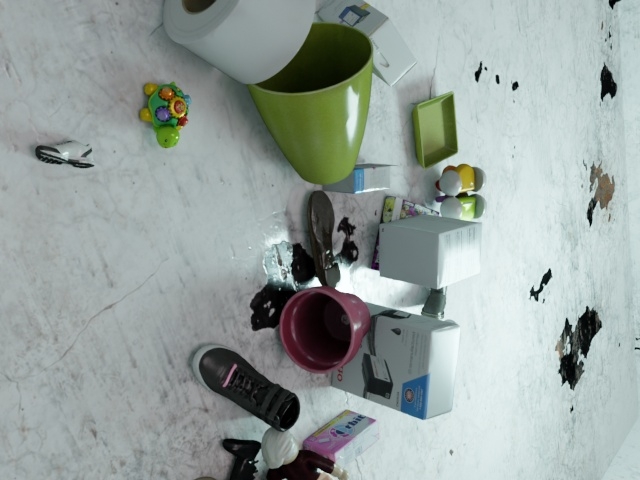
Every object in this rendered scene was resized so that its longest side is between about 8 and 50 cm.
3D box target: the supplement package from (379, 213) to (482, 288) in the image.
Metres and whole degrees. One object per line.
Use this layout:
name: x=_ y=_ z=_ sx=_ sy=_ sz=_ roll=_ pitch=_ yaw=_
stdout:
supplement package: x=0.292 y=0.024 z=1.899 sx=0.203 sy=0.194 sz=0.149 roll=-13 pitch=108 yaw=-45

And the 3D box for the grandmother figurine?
grandmother figurine: x=-0.037 y=0.557 z=1.707 sx=0.342 sy=0.208 sz=0.104 roll=56 pitch=18 yaw=-34

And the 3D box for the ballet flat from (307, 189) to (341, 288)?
ballet flat: x=0.000 y=0.000 z=1.748 sx=0.084 sy=0.058 sz=0.249 roll=-21 pitch=107 yaw=-39

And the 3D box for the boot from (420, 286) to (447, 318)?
boot: x=0.348 y=0.113 z=2.103 sx=0.189 sy=0.076 sz=0.208 roll=-49 pitch=148 yaw=-72

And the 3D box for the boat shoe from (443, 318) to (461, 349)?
boat shoe: x=0.349 y=0.350 z=2.163 sx=0.084 sy=0.095 sz=0.258 roll=44 pitch=64 yaw=-48

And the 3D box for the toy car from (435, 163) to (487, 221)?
toy car: x=0.398 y=-0.136 z=2.099 sx=0.159 sy=0.136 sz=0.181 roll=-10 pitch=101 yaw=-36

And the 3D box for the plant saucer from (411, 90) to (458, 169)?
plant saucer: x=0.323 y=-0.319 z=2.048 sx=0.188 sy=0.045 sz=0.188 roll=-28 pitch=117 yaw=-42

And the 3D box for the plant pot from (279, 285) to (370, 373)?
plant pot: x=0.028 y=0.201 z=1.721 sx=0.180 sy=0.201 sz=0.201 roll=-12 pitch=107 yaw=-63

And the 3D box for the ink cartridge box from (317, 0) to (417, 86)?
ink cartridge box: x=0.108 y=-0.468 z=1.646 sx=0.093 sy=0.212 sz=0.154 roll=-42 pitch=134 yaw=6

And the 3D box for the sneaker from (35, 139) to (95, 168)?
sneaker: x=-0.444 y=-0.154 z=1.236 sx=0.109 sy=0.040 sz=0.043 roll=7 pitch=76 yaw=-52

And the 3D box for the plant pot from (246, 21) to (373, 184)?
plant pot: x=-0.008 y=-0.276 z=1.558 sx=0.275 sy=0.275 sz=0.293 roll=-48 pitch=146 yaw=-31

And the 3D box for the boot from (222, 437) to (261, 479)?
boot: x=-0.187 y=0.508 z=1.635 sx=0.121 sy=0.045 sz=0.099 roll=22 pitch=84 yaw=-48

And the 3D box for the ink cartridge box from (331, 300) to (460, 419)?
ink cartridge box: x=0.183 y=0.296 z=1.809 sx=0.129 sy=0.307 sz=0.223 roll=-3 pitch=100 yaw=-46

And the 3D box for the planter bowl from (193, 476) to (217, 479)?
planter bowl: x=-0.236 y=0.611 z=1.548 sx=0.162 sy=0.109 sz=0.162 roll=-11 pitch=105 yaw=-47

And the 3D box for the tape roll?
tape roll: x=-0.155 y=-0.442 z=1.344 sx=0.169 sy=0.246 sz=0.246 roll=24 pitch=79 yaw=-47

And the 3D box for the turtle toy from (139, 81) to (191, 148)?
turtle toy: x=-0.290 y=-0.240 z=1.363 sx=0.095 sy=0.066 sz=0.130 roll=11 pitch=89 yaw=-48

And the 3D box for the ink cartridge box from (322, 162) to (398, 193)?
ink cartridge box: x=0.104 y=-0.157 z=1.788 sx=0.181 sy=0.104 sz=0.061 roll=-12 pitch=106 yaw=-46

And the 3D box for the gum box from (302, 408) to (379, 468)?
gum box: x=0.053 y=0.522 z=1.854 sx=0.188 sy=0.107 sz=0.062 roll=-25 pitch=115 yaw=-43

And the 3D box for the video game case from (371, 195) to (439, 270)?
video game case: x=0.244 y=-0.003 z=2.020 sx=0.232 sy=0.042 sz=0.210 roll=14 pitch=88 yaw=-49

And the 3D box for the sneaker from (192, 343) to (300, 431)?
sneaker: x=-0.148 y=0.323 z=1.565 sx=0.296 sy=0.147 sz=0.104 roll=48 pitch=64 yaw=-40
